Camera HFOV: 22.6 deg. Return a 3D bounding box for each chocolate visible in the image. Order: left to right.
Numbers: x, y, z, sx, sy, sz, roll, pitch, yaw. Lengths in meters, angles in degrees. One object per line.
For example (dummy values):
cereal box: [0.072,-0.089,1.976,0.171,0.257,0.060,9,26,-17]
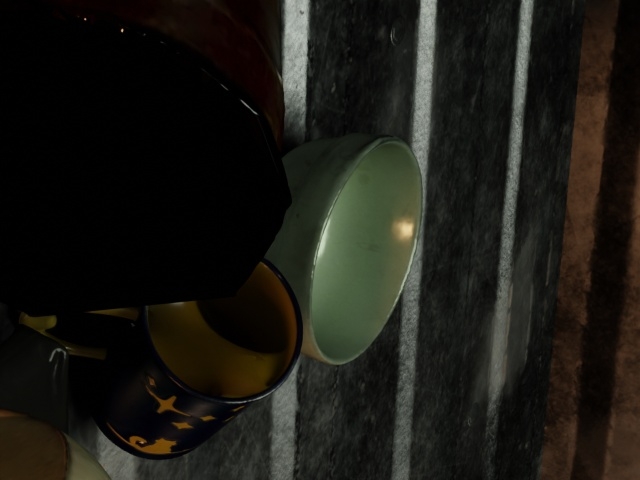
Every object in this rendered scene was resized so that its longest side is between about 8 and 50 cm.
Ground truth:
chocolate: [-0.199,-0.170,1.451,0.331,0.383,0.384,-83,164,-46]

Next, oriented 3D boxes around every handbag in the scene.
handbag: [-0.334,0.230,1.603,0.223,0.080,0.247,-45,149,-48]

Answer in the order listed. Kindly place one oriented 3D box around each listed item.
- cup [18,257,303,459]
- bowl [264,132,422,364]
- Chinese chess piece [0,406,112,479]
cup: [-0.180,0.105,1.735,0.178,0.255,0.256,-55,-173,-33]
bowl: [0.000,0.000,2.088,0.307,0.163,0.307,-38,135,-52]
Chinese chess piece: [-0.320,0.286,1.326,0.338,0.338,0.140,-49,126,-43]
